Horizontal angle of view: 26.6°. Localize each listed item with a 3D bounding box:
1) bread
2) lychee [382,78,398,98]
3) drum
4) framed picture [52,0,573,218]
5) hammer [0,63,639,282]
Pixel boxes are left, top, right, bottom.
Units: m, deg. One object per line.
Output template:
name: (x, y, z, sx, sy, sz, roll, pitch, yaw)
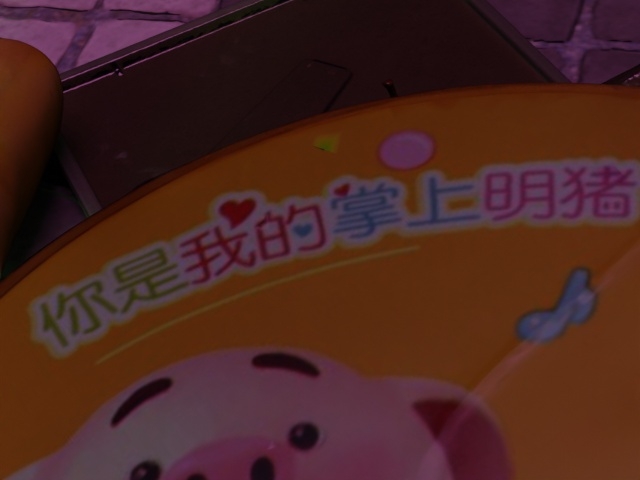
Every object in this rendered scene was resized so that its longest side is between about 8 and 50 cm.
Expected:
bread: (-0.219, -0.038, 0.772, 0.134, 0.085, 0.173, 0, 48, 17)
lychee: (-0.003, 0.006, 0.669, 0.140, 0.114, 0.101, -18, 72, 14)
drum: (0.059, 0.162, 0.424, 0.431, 0.214, 0.431, -7, 46, 8)
framed picture: (-0.017, -0.086, 0.826, 0.290, 0.020, 0.211, -24, 47, -13)
hammer: (0.011, 0.002, 0.595, 0.365, 0.111, 0.043, -26, 20, 12)
